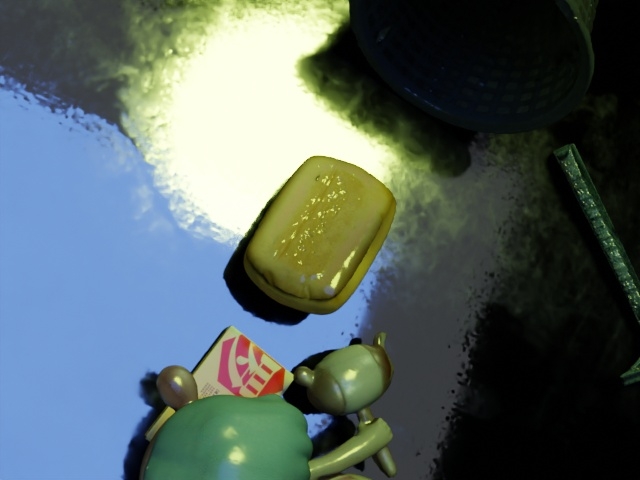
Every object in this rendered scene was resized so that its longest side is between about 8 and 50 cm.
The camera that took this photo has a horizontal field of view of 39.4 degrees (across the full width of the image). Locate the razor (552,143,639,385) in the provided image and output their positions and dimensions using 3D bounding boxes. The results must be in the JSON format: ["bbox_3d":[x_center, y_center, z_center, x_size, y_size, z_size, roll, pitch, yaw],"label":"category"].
[{"bbox_3d":[0.227,0.014,0.696,0.066,0.033,0.190,-26,84,23],"label":"razor"}]

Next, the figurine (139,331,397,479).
[{"bbox_3d":[0.011,0.152,0.564,0.260,0.103,0.205,26,78,-23],"label":"figurine"}]

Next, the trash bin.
[{"bbox_3d":[0.128,-0.194,0.640,0.175,0.175,0.161,31,63,-9],"label":"trash bin"}]

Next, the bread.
[{"bbox_3d":[0.000,0.000,0.615,0.082,0.056,0.115,23,61,8],"label":"bread"}]

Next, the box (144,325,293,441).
[{"bbox_3d":[-0.066,0.111,0.598,0.058,0.015,0.093,40,73,-9],"label":"box"}]
